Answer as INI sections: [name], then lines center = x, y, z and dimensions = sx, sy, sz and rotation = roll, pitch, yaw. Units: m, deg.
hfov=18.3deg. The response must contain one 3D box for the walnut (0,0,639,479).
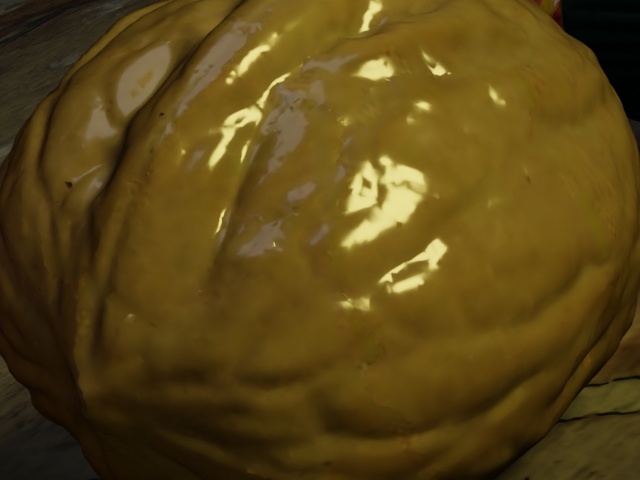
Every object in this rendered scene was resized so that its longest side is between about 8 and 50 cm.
[walnut]
center = 0.000, 0.000, 0.723
dimensions = 0.225, 0.225, 0.261
rotation = -8, 19, 43

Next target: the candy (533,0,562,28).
[candy]
center = 0.079, -0.068, 1.082
dimensions = 0.124, 0.124, 0.365
rotation = -13, 25, 29

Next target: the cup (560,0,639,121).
[cup]
center = 0.233, -0.116, 0.985
dimensions = 0.176, 0.131, 0.155
rotation = -1, 9, -27
